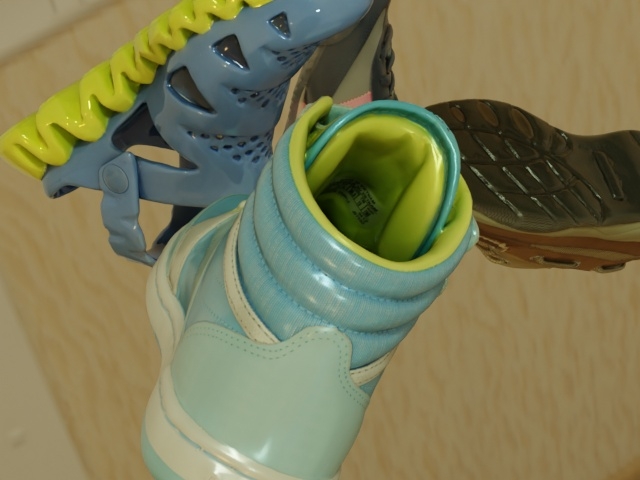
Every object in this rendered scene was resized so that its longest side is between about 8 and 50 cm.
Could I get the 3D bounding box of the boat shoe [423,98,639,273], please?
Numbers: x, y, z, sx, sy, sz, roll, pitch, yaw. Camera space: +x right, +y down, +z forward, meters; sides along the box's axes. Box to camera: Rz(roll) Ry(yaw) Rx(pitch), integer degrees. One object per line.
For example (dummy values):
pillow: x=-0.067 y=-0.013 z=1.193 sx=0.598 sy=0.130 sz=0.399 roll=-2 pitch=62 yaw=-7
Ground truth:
boat shoe: x=0.173 y=-0.024 z=1.482 sx=0.324 sy=0.120 sz=0.122 roll=8 pitch=52 yaw=-35

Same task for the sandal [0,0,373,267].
sandal: x=-0.069 y=-0.082 z=1.165 sx=0.317 sy=0.138 sz=0.126 roll=-31 pitch=3 yaw=46

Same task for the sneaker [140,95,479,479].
sneaker: x=0.000 y=0.000 z=0.969 sx=0.127 sy=0.208 sz=0.319 roll=24 pitch=19 yaw=-14

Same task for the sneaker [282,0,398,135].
sneaker: x=0.040 y=-0.107 z=1.574 sx=0.131 sy=0.319 sz=0.112 roll=20 pitch=44 yaw=3
